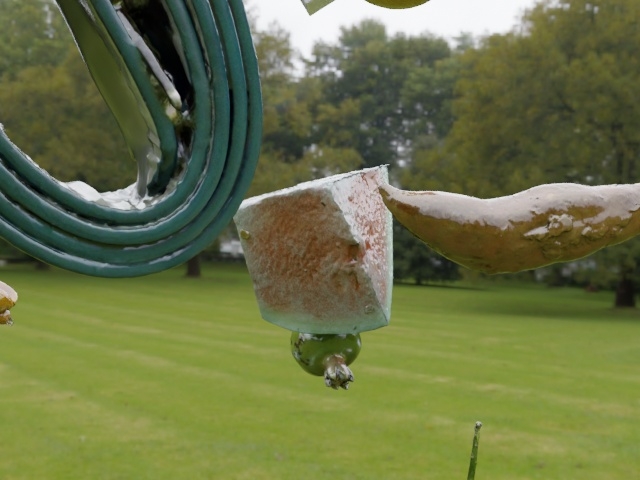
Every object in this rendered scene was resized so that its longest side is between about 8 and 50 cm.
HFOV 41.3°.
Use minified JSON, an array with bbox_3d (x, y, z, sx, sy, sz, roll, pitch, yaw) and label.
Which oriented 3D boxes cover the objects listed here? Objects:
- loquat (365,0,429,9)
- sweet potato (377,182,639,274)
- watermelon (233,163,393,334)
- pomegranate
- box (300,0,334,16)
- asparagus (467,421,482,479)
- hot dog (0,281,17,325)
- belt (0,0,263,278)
[{"bbox_3d":[0.131,-0.533,1.463,0.263,0.263,0.263,4,1,0],"label":"loquat"},{"bbox_3d":[0.244,-0.014,0.984,0.354,0.106,0.095,0,-14,-5],"label":"sweet potato"},{"bbox_3d":[0.000,0.000,1.232,0.213,0.262,0.201,-10,-21,11],"label":"watermelon"},{"bbox_3d":[0.015,0.171,1.324,0.114,0.114,0.142,3,36,-23],"label":"pomegranate"},{"bbox_3d":[0.005,-0.386,1.111,0.129,0.130,0.051,-32,-7,1],"label":"box"},{"bbox_3d":[0.324,0.443,1.786,0.015,0.127,0.018,7,3,-10],"label":"asparagus"},{"bbox_3d":[-0.669,0.075,1.543,0.269,0.072,0.109,28,3,1],"label":"hot dog"},{"bbox_3d":[-0.227,-0.176,0.741,0.300,0.437,0.173,-30,18,-22],"label":"belt"}]
